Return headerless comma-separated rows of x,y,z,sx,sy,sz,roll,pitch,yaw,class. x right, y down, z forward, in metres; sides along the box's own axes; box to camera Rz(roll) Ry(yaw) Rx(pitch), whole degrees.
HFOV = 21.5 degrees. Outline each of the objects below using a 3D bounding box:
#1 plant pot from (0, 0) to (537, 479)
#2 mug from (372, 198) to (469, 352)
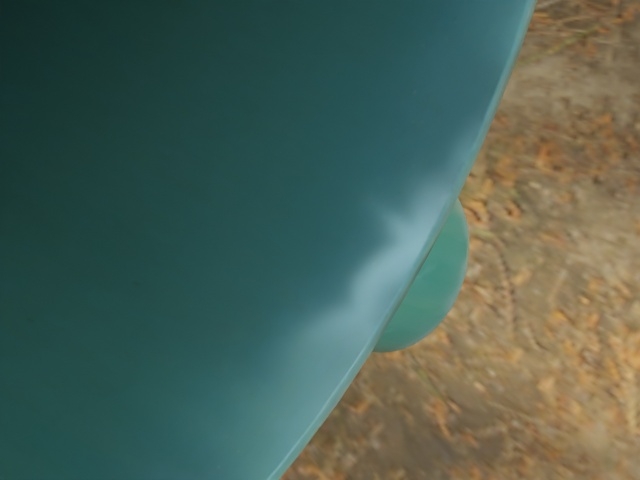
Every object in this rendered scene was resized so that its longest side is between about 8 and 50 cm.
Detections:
-0.123,-0.085,0.305,0.235,0.293,0.293,26,93,28,plant pot
0.004,0.007,1.081,0.097,0.158,0.129,15,59,-48,mug
